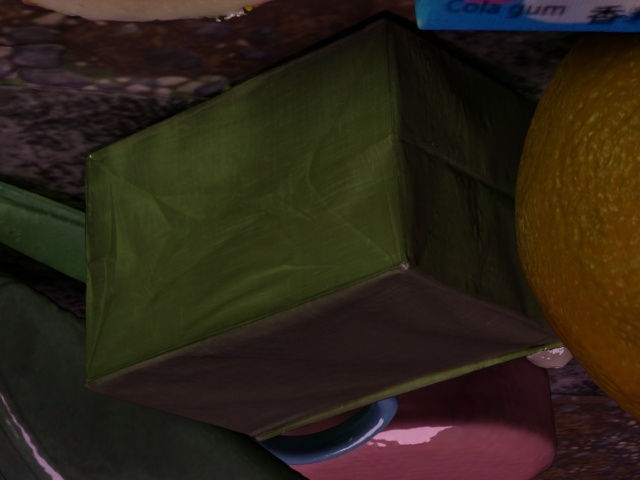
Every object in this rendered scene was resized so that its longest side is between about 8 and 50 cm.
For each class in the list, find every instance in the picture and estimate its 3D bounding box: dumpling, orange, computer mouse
[{"bbox_3d":[0.176,0.067,1.413,0.057,0.052,0.076,-3,159,29],"label":"dumpling"},{"bbox_3d":[0.217,-0.017,0.952,0.264,0.264,0.264,-4,158,-2],"label":"orange"},{"bbox_3d":[-0.147,0.120,1.223,0.371,0.122,0.188,40,166,-24],"label":"computer mouse"}]

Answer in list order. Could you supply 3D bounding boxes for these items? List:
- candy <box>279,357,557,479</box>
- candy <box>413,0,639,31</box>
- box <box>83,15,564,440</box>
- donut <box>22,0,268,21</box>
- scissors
[{"bbox_3d":[0.062,0.150,1.539,0.255,0.094,0.255,-5,158,-2],"label":"candy"},{"bbox_3d":[0.134,-0.187,0.715,0.157,0.100,0.306,0,157,-11],"label":"candy"},{"bbox_3d":[0.000,0.000,1.083,0.231,0.155,0.149,-20,151,36],"label":"box"},{"bbox_3d":[-0.077,-0.151,0.803,0.175,0.068,0.174,-2,160,-1],"label":"donut"},{"bbox_3d":[-0.088,0.032,1.249,0.447,0.029,0.192,26,117,-41],"label":"scissors"}]
